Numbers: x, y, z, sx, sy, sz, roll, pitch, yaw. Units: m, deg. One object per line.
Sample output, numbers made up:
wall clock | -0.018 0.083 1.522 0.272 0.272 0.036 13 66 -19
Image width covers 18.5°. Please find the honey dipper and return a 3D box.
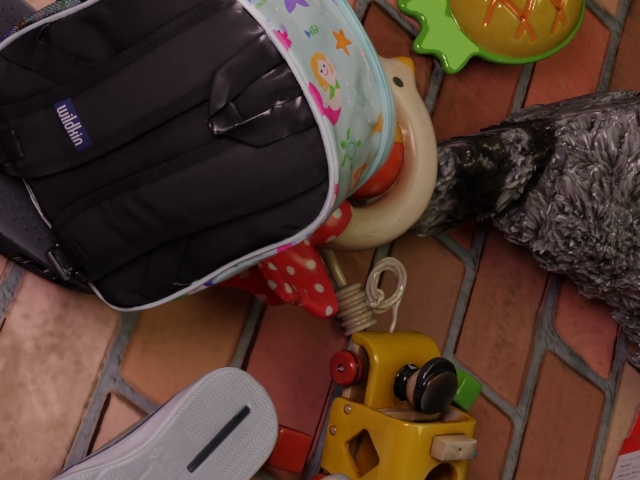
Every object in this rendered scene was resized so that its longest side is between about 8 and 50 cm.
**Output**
honey dipper | 0.000 0.000 1.595 0.030 0.030 0.161 -25 90 -47

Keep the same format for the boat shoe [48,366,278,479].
boat shoe | -0.139 0.193 1.330 0.109 0.094 0.302 54 43 -1

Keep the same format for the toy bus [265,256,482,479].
toy bus | 0.068 0.151 1.504 0.191 0.104 0.202 -48 132 -22

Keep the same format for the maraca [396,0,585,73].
maraca | 0.159 -0.217 1.792 0.185 0.099 0.127 -18 81 -21

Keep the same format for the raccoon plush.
raccoon plush | 0.223 0.032 1.753 0.446 0.216 0.299 -12 99 -16

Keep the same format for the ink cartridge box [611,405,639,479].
ink cartridge box | 0.326 0.262 1.776 0.134 0.078 0.231 46 47 -22

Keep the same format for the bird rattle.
bird rattle | 0.004 -0.065 1.517 0.207 0.143 0.253 -4 72 -29

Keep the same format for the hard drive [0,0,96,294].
hard drive | -0.233 -0.088 1.379 0.254 0.054 0.172 40 50 -28

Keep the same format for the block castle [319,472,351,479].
block castle | 0.090 0.325 1.237 0.303 0.453 0.213 45 79 -22

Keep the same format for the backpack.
backpack | -0.076 -0.091 1.312 0.191 0.253 0.225 -41 104 -45
